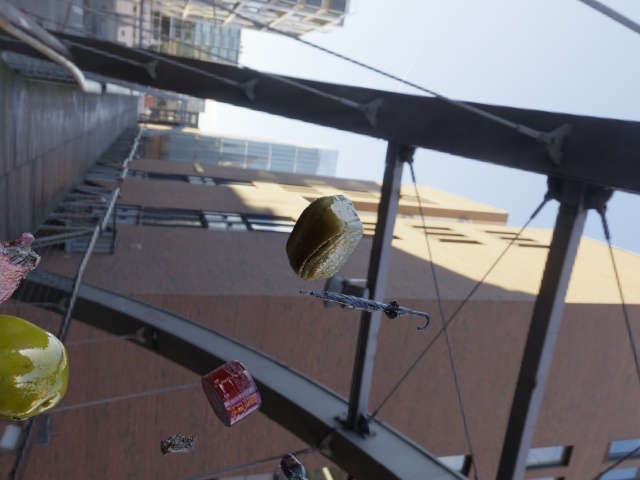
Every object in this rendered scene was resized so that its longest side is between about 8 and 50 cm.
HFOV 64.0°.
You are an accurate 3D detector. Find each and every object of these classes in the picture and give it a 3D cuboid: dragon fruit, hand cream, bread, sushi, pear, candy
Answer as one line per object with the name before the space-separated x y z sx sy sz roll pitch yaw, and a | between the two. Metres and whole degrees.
dragon fruit | -0.678 0.035 1.024 0.134 0.212 0.262 67 -32 33
hand cream | -0.295 0.502 1.689 0.193 0.125 0.193 38 -38 38
bread | 0.000 0.000 1.169 0.140 0.106 0.236 64 -36 27
sushi | -0.420 0.604 1.522 0.052 0.120 0.055 -40 -129 52
pear | -0.943 0.390 1.594 0.336 0.285 0.285 61 -34 30
candy | -0.066 0.540 1.211 0.175 0.045 0.043 -9 -78 69

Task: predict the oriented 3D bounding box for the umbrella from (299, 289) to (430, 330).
umbrella | 0.048 0.062 0.507 0.022 0.149 0.022 -70 -159 1
